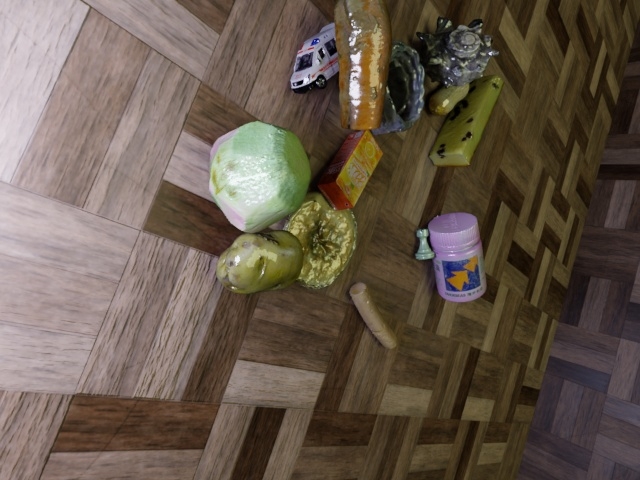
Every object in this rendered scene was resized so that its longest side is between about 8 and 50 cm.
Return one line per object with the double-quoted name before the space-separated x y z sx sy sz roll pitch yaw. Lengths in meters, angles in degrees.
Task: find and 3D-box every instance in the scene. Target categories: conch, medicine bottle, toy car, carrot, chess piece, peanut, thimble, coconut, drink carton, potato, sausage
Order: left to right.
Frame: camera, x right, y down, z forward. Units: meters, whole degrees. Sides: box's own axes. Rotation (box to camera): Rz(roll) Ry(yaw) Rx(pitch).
"coconut" -0.139 -0.132 0.864 0.204 0.236 0.236 -32 122 -66
"potato" -0.134 0.050 0.932 0.200 0.154 0.137 -6 86 -42
"toy car" -0.001 -0.444 1.005 0.210 0.089 0.108 -47 127 -28
"drink carton" 0.084 -0.193 1.107 0.096 0.071 0.223 50 53 -31
"carrot" 0.101 -0.417 0.959 0.138 0.138 0.302 -21 117 -38
"sausage" 0.174 0.251 1.317 0.066 0.066 0.301 -49 124 -24
"thimble" 0.172 -0.408 1.116 0.205 0.172 0.236 -12 108 -37
"chess piece" 0.363 0.012 1.445 0.067 0.067 0.103 -12 98 -40
"peanut" 0.442 -0.498 1.401 0.207 0.087 0.087 -46 125 -26
"medicine bottle" 0.497 0.061 1.493 0.178 0.178 0.291 -34 120 -33
"conch" 0.433 -0.591 1.279 0.313 0.240 0.186 -46 140 -42

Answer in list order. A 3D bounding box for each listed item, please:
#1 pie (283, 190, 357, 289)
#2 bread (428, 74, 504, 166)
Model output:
"pie" 0.000 0.000 1.112 0.274 0.055 0.274 -9 103 -41
"bread" 0.514 -0.425 1.447 0.077 0.138 0.361 38 72 -38
